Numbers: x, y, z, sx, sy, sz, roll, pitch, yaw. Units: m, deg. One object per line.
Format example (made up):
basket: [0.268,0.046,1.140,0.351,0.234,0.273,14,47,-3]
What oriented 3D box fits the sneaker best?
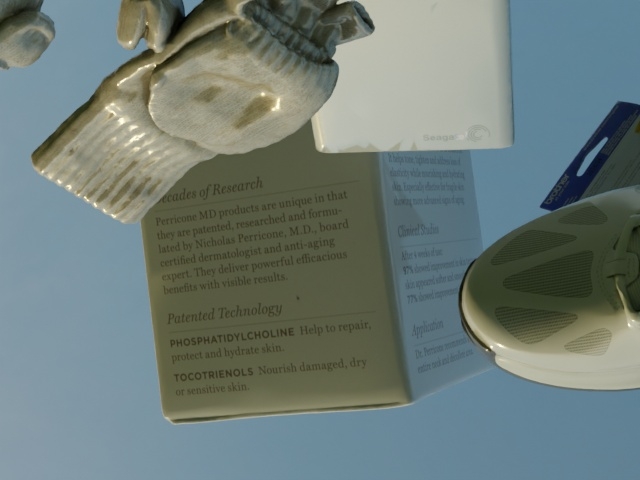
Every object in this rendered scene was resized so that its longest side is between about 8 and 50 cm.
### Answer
sneaker: [0.297,-0.018,0.894,0.447,0.257,0.169,-10,-114,16]

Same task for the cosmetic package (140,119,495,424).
cosmetic package: [0.000,0.000,1.577,0.327,0.329,0.394,-8,-92,26]

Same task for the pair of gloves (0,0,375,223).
pair of gloves: [-0.107,-0.107,0.612,0.204,0.240,0.042,-31,-139,24]

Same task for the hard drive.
hard drive: [0.076,-0.214,1.191,0.203,0.307,0.040,-1,-137,10]

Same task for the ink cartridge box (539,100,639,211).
ink cartridge box: [0.426,-0.056,1.503,0.186,0.065,0.311,-54,-141,-8]
